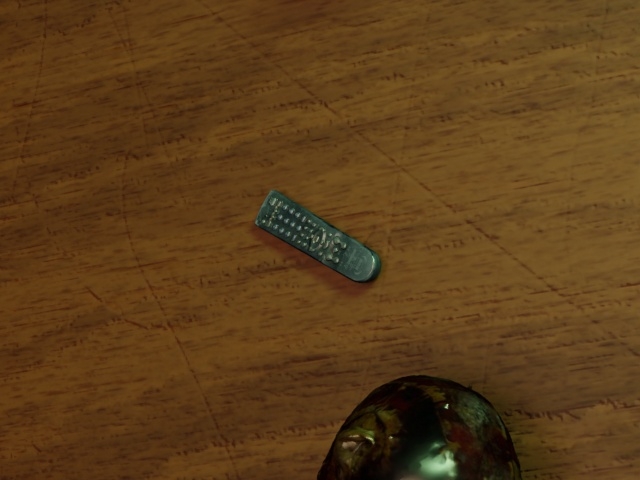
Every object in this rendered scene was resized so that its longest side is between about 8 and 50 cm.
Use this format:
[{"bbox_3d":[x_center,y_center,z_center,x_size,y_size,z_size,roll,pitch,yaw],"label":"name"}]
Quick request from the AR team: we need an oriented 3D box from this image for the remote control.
[{"bbox_3d":[-0.001,0.000,1.905,0.152,0.027,0.043,31,105,24],"label":"remote control"}]

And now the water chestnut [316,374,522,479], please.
[{"bbox_3d":[0.111,0.246,1.757,0.223,0.238,0.224,-22,65,58],"label":"water chestnut"}]
